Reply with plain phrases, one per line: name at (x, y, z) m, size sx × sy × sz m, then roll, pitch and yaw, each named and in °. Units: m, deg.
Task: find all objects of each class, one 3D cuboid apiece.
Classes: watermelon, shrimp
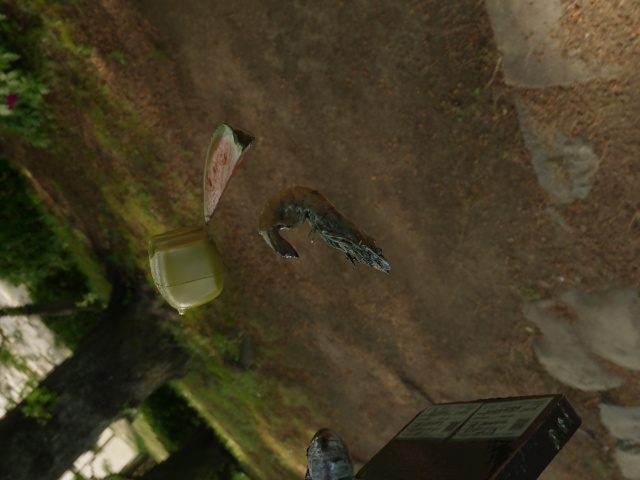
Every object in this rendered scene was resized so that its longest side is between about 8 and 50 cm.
watermelon at (-0.164, -0.120, 1.312) m, size 0.063 × 0.119 × 0.245 m, roll 17°, pitch 147°, yaw -16°
shrimp at (0.059, 0.511, 1.355) m, size 0.137 × 0.172 × 0.372 m, roll 120°, pitch 141°, yaw -70°
shrimp at (0.000, 0.000, 1.565) m, size 0.296 × 0.169 × 0.058 m, roll 39°, pitch 157°, yaw 22°

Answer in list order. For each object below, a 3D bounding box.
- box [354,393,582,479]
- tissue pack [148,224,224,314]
box at (0.209, 0.317, 1.165) m, size 0.058 × 0.211 × 0.350 m, roll 56°, pitch 151°, yaw -3°
tissue pack at (-0.238, 0.050, 1.384) m, size 0.178 × 0.123 × 0.127 m, roll -149°, pitch 44°, yaw -69°
